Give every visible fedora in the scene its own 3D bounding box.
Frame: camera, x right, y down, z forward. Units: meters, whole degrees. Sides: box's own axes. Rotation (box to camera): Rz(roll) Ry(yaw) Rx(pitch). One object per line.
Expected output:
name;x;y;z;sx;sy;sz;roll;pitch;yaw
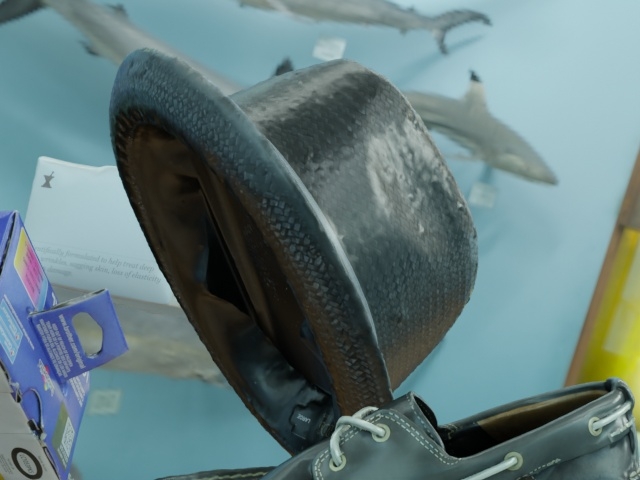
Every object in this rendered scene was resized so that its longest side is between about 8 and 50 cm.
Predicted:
fedora;0.000;0.000;0.731;0.152;0.334;0.334;-33;27;-21

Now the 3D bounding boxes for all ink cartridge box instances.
ink cartridge box;-0.395;0.114;1.088;0.396;0.151;0.270;-1;-42;7

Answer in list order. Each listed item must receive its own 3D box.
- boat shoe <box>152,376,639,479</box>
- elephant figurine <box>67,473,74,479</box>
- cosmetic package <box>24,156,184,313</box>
boat shoe;0.028;0.104;0.500;0.233;0.079;0.084;-5;10;-2
elephant figurine;-0.289;0.343;1.279;0.186;0.169;0.239;30;-11;37
cosmetic package;-0.199;0.018;1.455;0.217;0.156;0.385;9;-6;19
